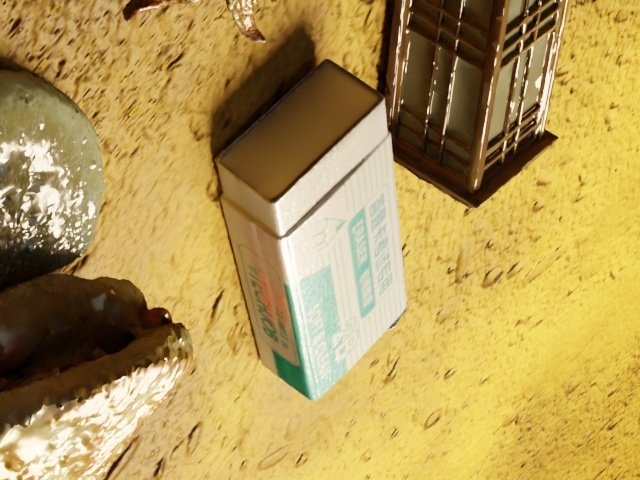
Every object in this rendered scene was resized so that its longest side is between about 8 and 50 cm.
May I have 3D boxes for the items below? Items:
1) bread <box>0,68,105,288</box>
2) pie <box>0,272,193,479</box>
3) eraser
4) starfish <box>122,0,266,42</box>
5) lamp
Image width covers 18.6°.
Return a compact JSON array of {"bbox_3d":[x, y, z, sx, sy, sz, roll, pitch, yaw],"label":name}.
[{"bbox_3d":[-0.154,-0.021,0.870,0.193,0.036,0.112,-22,137,-52],"label":"bread"},{"bbox_3d":[-0.150,0.094,0.949,0.179,0.084,0.205,-52,164,30],"label":"pie"},{"bbox_3d":[0.000,0.000,1.151,0.095,0.052,0.225,-44,153,-20],"label":"eraser"},{"bbox_3d":[-0.037,-0.153,0.916,0.133,0.041,0.130,-2,121,-61],"label":"starfish"},{"bbox_3d":[0.096,-0.169,1.081,0.090,0.089,0.325,-39,150,-33],"label":"lamp"}]
